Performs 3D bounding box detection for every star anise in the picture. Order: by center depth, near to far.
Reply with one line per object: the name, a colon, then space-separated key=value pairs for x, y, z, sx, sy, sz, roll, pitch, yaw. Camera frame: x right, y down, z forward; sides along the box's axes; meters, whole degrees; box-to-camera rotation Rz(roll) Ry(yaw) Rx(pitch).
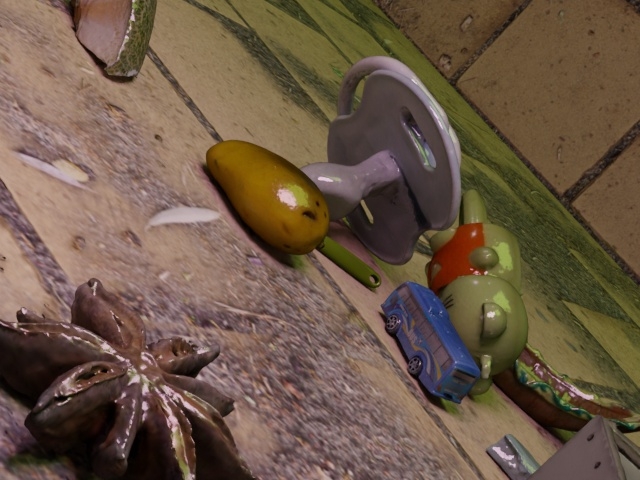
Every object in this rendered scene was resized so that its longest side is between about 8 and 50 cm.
star anise: x=-0.125 y=0.091 z=0.762 sx=0.182 sy=0.065 sz=0.195 roll=26 pitch=27 yaw=-37

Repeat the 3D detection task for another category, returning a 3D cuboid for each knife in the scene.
knife: x=0.000 y=0.000 z=1.403 sx=0.184 sy=0.022 sz=0.026 roll=36 pitch=-9 yaw=-23

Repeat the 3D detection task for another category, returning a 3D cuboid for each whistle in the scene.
whistle: x=0.177 y=0.048 z=1.446 sx=0.106 sy=0.131 sz=0.288 roll=3 pitch=43 yaw=-2

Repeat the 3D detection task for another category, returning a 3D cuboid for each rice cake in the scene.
rice cake: x=0.235 y=0.269 z=1.269 sx=0.180 sy=0.030 sz=0.042 roll=49 pitch=19 yaw=23

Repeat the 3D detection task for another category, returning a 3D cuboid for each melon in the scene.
melon: x=-0.221 y=-0.261 z=1.380 sx=0.093 sy=0.139 sz=0.202 roll=15 pitch=26 yaw=-15

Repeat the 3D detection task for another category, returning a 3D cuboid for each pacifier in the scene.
pacifier: x=0.039 y=-0.078 z=1.445 sx=0.207 sy=0.279 sz=0.227 roll=-25 pitch=80 yaw=-27

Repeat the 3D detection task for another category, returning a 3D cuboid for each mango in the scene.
mango: x=-0.055 y=-0.050 z=1.302 sx=0.161 sy=0.076 sz=0.103 roll=42 pitch=19 yaw=27

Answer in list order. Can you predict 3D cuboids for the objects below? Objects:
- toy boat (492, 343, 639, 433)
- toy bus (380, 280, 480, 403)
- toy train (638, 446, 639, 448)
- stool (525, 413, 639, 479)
toy boat: x=0.272 y=0.163 z=1.535 sx=0.293 sy=0.099 sz=0.108 roll=38 pitch=16 yaw=9
toy bus: x=0.115 y=0.106 z=1.340 sx=0.051 sy=0.061 sz=0.153 roll=26 pitch=24 yaw=-35
toy train: x=0.371 y=0.291 z=1.452 sx=0.088 sy=0.086 sz=0.407 roll=49 pitch=16 yaw=21
stool: x=0.248 y=0.308 z=0.933 sx=0.243 sy=0.170 sz=0.270 roll=42 pitch=16 yaw=-6
